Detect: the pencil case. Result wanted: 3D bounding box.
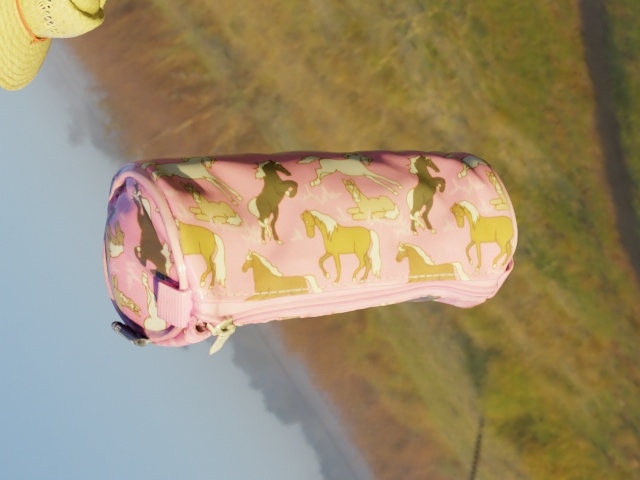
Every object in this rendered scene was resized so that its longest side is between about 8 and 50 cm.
[{"bbox_3d":[0.000,0.000,1.071,0.160,0.386,0.167,-4,92,55],"label":"pencil case"}]

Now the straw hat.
[{"bbox_3d":[-0.177,-0.165,0.804,0.144,0.061,0.144,7,-90,-81],"label":"straw hat"}]
